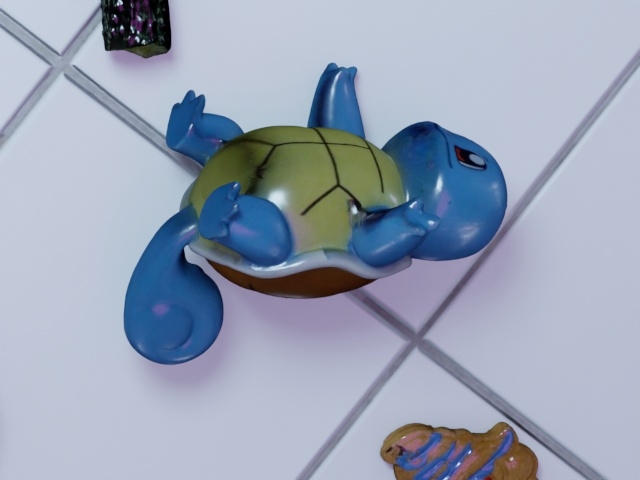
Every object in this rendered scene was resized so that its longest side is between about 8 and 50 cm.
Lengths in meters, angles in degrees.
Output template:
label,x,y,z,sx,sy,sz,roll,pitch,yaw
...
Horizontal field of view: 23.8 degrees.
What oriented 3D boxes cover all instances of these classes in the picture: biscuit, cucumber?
label,x,y,z,sx,sy,sz,roll,pitch,yaw
biscuit,0.184,0.301,1.761,0.280,0.043,0.183,36,96,-18
cucumber,-0.182,-0.325,1.476,0.072,0.072,0.300,-3,102,-15

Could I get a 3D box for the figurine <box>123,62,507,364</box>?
label,x,y,z,sx,sy,sz,roll,pitch,yaw
figurine,-0.018,-0.029,1.501,0.416,0.298,0.243,-22,122,-5
